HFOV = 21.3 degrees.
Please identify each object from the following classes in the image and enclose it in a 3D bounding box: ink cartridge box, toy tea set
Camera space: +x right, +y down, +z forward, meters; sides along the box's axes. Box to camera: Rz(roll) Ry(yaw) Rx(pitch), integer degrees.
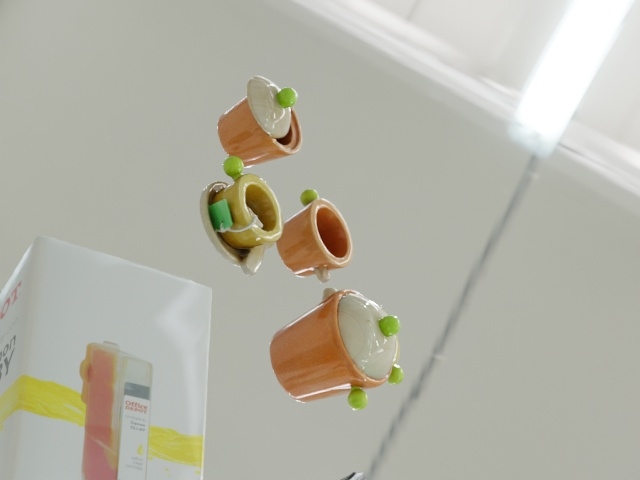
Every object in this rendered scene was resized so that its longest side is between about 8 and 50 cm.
[{"bbox_3d":[-0.216,0.234,1.324,0.279,0.160,0.385,-50,-151,42],"label":"ink cartridge box"},{"bbox_3d":[0.000,0.000,1.624,0.124,0.200,0.336,-24,-85,28],"label":"toy tea set"}]

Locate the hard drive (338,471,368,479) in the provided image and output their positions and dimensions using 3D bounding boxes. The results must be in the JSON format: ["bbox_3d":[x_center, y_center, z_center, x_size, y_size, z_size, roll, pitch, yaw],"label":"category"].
[{"bbox_3d":[-0.022,0.213,1.249,0.094,0.135,0.022,-31,-92,19],"label":"hard drive"}]
